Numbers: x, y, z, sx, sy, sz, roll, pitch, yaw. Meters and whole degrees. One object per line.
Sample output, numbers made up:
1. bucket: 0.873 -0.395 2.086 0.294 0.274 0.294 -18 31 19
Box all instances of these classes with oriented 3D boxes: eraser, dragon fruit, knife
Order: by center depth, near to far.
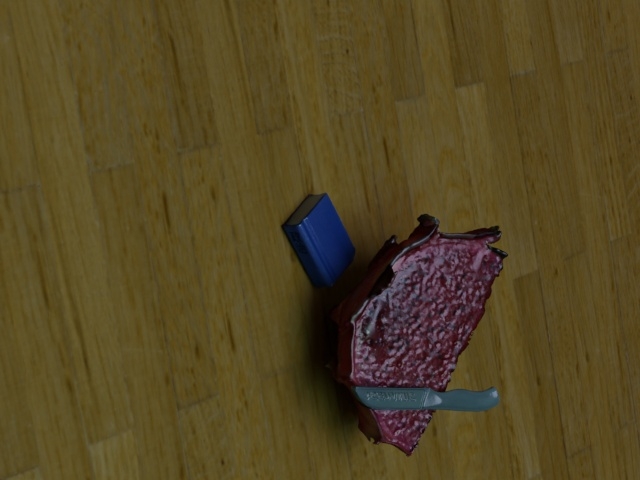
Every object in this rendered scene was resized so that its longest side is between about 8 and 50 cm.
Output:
1. knife: 0.112 0.168 1.925 0.210 0.015 0.028 4 105 -39
2. eraser: 0.000 0.000 1.956 0.063 0.027 0.084 -52 125 -41
3. dragon fruit: 0.073 0.077 1.963 0.161 0.126 0.274 33 80 -39
